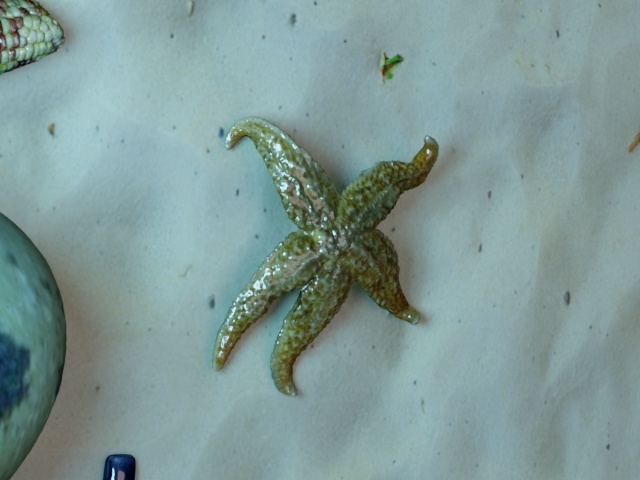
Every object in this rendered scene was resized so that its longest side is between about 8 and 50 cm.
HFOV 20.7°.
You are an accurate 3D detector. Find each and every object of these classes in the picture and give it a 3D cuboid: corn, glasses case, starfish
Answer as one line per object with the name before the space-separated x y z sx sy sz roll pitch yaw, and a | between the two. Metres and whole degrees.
corn | -0.364 -0.187 1.694 0.253 0.086 0.086 -21 102 -35
glasses case | -0.213 0.266 1.840 0.033 0.023 0.083 11 83 -38
starfish | 0.005 -0.001 1.965 0.375 0.094 0.327 -34 111 -27

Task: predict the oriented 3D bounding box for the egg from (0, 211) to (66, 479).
egg | -0.407 0.110 1.500 0.428 0.345 0.345 -18 100 -52
